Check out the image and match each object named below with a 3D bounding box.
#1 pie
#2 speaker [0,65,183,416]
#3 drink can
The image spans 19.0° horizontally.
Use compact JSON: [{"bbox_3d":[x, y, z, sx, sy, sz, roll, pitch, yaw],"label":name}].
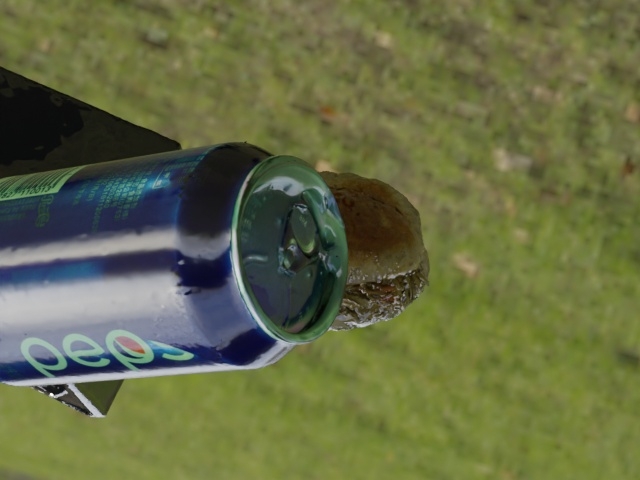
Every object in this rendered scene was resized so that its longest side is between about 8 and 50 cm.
[{"bbox_3d":[0.000,0.000,1.633,0.194,0.163,0.079,-5,134,-18],"label":"pie"},{"bbox_3d":[-0.265,-0.004,1.673,0.254,0.232,0.184,23,166,12],"label":"speaker"},{"bbox_3d":[-0.093,0.014,0.989,0.205,0.118,0.118,-6,154,36],"label":"drink can"}]
